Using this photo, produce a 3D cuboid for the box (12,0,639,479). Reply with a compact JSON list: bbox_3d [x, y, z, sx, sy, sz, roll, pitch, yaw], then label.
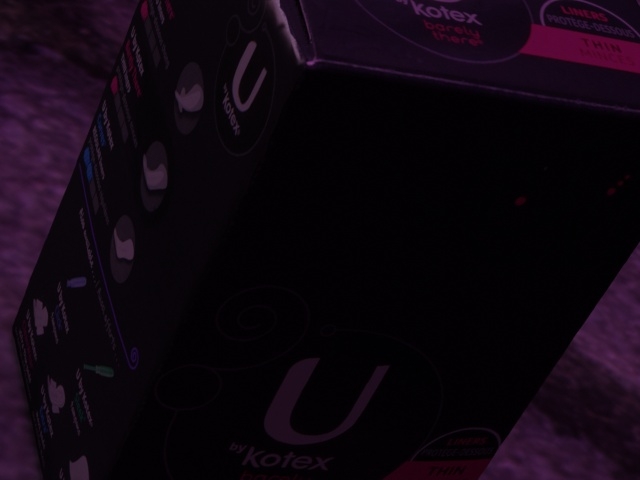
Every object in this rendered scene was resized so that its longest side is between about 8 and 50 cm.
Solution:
[{"bbox_3d":[0.000,0.000,0.725,0.165,0.270,0.143,5,42,-26],"label":"box"}]
